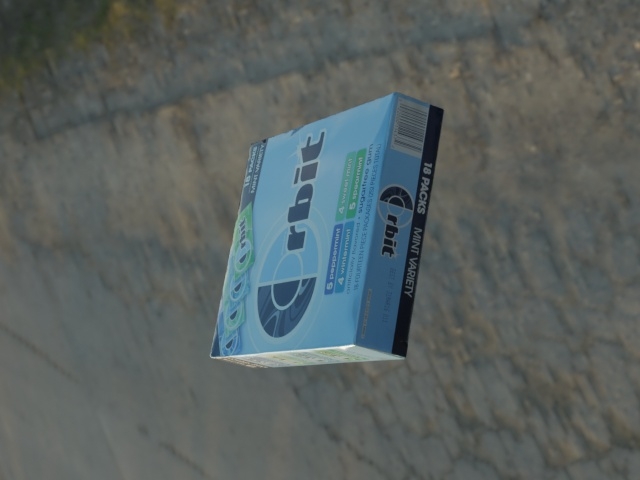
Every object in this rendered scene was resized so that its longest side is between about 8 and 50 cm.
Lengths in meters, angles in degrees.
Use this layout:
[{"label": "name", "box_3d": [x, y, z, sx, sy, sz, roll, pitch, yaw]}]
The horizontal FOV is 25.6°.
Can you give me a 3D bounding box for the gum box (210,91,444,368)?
[{"label": "gum box", "box_3d": [0.000, 0.000, 0.903, 0.184, 0.041, 0.157, -12, 65, 59]}]
